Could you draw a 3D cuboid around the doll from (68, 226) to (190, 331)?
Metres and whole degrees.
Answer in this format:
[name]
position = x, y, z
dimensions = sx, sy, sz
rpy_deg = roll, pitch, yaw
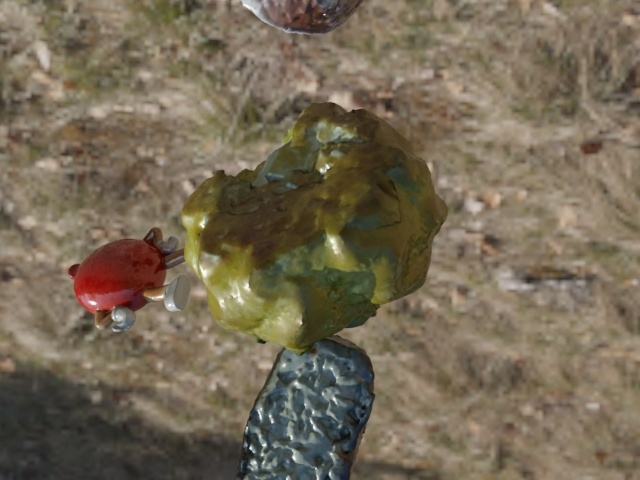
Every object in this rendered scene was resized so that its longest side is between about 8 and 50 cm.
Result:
[doll]
position = -0.263, 0.056, 1.757
dimensions = 0.217, 0.183, 0.085
rpy_deg = -8, 132, 24

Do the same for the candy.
[candy]
position = -0.020, -0.476, 2.218
dimensions = 0.157, 0.214, 0.289
rpy_deg = -40, 178, 40

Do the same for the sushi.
[sushi]
position = -0.017, 0.209, 1.349
dimensions = 0.124, 0.225, 0.127
rpy_deg = 16, 177, 4

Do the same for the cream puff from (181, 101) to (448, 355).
[cream puff]
position = 0.000, -0.001, 1.243
dimensions = 0.282, 0.281, 0.185
rpy_deg = -6, 134, 30
